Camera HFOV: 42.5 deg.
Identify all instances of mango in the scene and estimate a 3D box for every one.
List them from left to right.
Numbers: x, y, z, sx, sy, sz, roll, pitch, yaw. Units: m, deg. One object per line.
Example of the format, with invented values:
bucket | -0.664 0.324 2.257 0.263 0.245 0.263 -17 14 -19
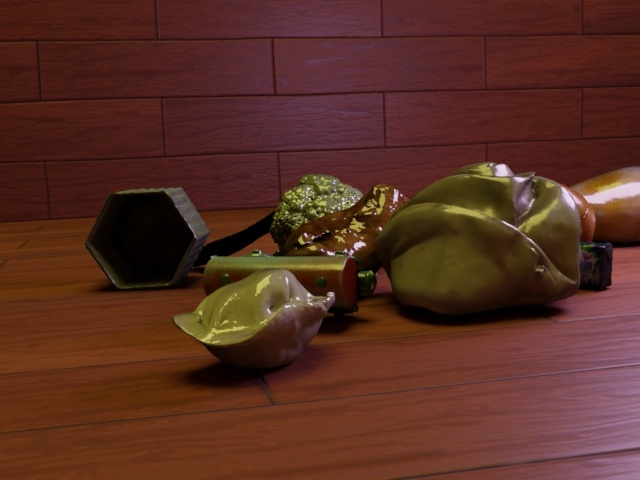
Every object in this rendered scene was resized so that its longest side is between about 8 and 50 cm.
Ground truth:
mango | 0.773 -0.089 2.140 0.384 0.198 0.221 -6 7 -24

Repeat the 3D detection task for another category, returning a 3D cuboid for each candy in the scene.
candy | 0.426 0.041 1.647 0.312 0.088 0.061 4 14 41

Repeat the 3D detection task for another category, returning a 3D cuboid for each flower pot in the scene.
flower pot | -0.373 -0.008 1.809 0.239 0.209 0.189 -4 6 1

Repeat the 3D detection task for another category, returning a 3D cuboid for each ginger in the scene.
ginger | 0.045 0.011 1.597 0.165 0.172 0.321 29 45 25

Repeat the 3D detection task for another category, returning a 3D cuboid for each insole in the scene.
insole | -0.182 -0.010 1.946 0.348 0.009 0.119 -28 -21 23

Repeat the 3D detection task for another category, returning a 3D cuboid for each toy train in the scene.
toy train | -0.057 0.070 1.367 0.286 0.116 0.177 1 -5 18

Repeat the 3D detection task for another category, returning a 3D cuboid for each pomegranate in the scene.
pomegranate | 0.484 -0.028 1.790 0.209 0.209 0.209 -2 7 0

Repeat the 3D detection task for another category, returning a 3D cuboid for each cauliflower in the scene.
cauliflower | 0.000 0.000 1.809 0.250 0.275 0.272 -38 18 29

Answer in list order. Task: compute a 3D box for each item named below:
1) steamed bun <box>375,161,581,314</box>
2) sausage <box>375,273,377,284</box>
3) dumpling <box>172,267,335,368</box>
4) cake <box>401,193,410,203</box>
steamed bun | 0.291 -0.012 1.474 0.368 0.254 0.342 -3 4 -15
sausage | 0.064 0.079 1.687 0.107 0.031 0.031 -2 7 0
dumpling | -0.075 0.105 1.117 0.250 0.132 0.162 -9 6 -42
cake | 0.258 -0.028 2.426 0.262 0.159 0.158 32 -6 -20
